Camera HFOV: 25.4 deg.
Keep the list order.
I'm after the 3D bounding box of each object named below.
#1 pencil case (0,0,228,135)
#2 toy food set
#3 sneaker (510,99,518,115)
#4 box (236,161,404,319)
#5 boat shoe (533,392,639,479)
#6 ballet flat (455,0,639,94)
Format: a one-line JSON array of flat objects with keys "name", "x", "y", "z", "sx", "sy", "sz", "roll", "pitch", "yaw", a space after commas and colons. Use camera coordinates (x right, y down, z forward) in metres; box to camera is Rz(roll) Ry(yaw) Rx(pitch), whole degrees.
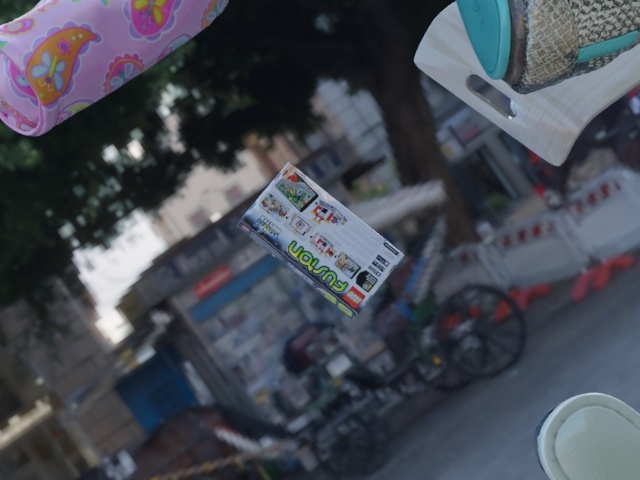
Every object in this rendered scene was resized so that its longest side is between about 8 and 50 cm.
[{"name": "pencil case", "x": -0.221, "y": -0.223, "z": 1.459, "sx": 0.284, "sy": 0.124, "sz": 0.124, "roll": -41, "pitch": 2, "yaw": -29}, {"name": "toy food set", "x": 0.291, "y": -0.225, "z": 1.649, "sx": 0.306, "sy": 0.220, "sz": 0.092, "roll": -35, "pitch": -29, "yaw": -31}, {"name": "sneaker", "x": 0.368, "y": -0.225, "z": 2.103, "sx": 0.237, "sy": 0.086, "sz": 0.085, "roll": -36, "pitch": -22, "yaw": -42}, {"name": "box", "x": 0.000, "y": 0.000, "z": 1.960, "sx": 0.114, "sy": 0.207, "sz": 0.036, "roll": -50, "pitch": -1, "yaw": -19}, {"name": "boat shoe", "x": 0.300, "y": 0.264, "z": 1.179, "sx": 0.127, "sy": 0.340, "sz": 0.113, "roll": -48, "pitch": 1, "yaw": -9}, {"name": "ballet flat", "x": 0.166, "y": -0.310, "z": 1.346, "sx": 0.182, "sy": 0.482, "sz": 0.164, "roll": -13, "pitch": -45, "yaw": -14}]
